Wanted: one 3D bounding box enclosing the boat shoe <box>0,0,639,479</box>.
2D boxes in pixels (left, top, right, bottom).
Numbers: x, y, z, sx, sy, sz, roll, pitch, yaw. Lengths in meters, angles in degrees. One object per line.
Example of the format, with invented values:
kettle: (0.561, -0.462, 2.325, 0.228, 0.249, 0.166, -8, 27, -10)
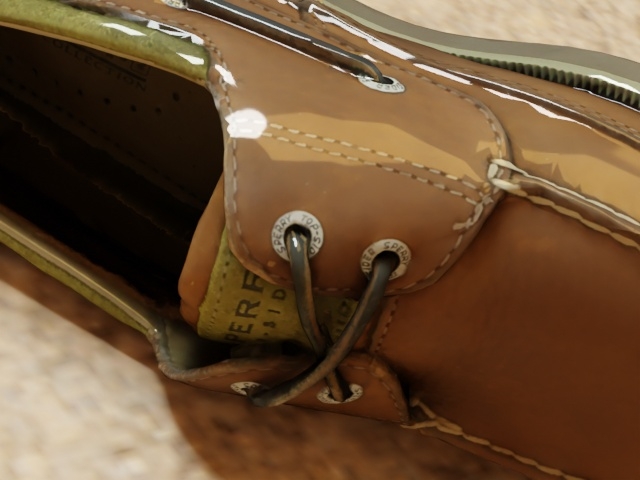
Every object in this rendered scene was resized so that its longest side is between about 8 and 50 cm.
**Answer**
boat shoe: (0.000, 0.000, 0.465, 0.307, 0.111, 0.104, 26, 36, 18)
